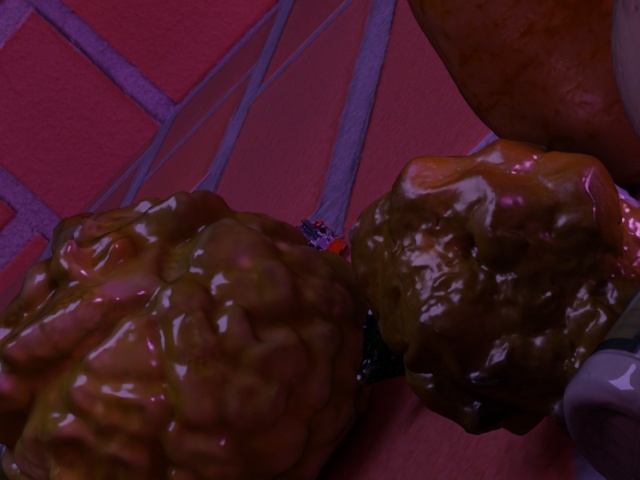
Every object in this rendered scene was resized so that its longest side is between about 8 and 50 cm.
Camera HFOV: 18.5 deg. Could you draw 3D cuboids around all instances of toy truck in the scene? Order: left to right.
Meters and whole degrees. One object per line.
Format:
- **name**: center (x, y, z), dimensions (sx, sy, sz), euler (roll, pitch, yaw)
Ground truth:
- **toy truck**: center (0.000, 0.000, 1.496), dimensions (0.024, 0.032, 0.083), euler (-52, 10, 3)

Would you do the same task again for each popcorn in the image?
- **popcorn**: center (-0.088, 0.074, 1.164), dimensions (0.259, 0.212, 0.259), euler (-40, 20, 18)

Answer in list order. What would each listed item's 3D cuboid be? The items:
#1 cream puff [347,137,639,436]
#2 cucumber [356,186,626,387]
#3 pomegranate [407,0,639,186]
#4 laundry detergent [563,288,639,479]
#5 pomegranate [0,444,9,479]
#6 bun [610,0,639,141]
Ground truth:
- **cream puff**: center (0.085, 0.033, 0.851), dimensions (0.146, 0.146, 0.116), euler (-40, 31, 36)
- **cucumber**: center (0.121, -0.033, 1.060), dimensions (0.300, 0.072, 0.072), euler (-47, 12, 8)
- **pomegranate**: center (0.154, -0.145, 0.907), dimensions (0.248, 0.248, 0.248), euler (-46, 12, 12)
- **laundry detergent**: center (0.179, -0.005, 0.733), dimensions (0.225, 0.070, 0.099), euler (-51, -28, -16)
- **pomegranate**: center (-0.189, 0.182, 1.423), dimensions (0.122, 0.122, 0.161), euler (-62, -7, -49)
- **bun**: center (0.213, -0.111, 0.616), dimensions (0.287, 0.146, 0.287), euler (-20, 28, 11)
